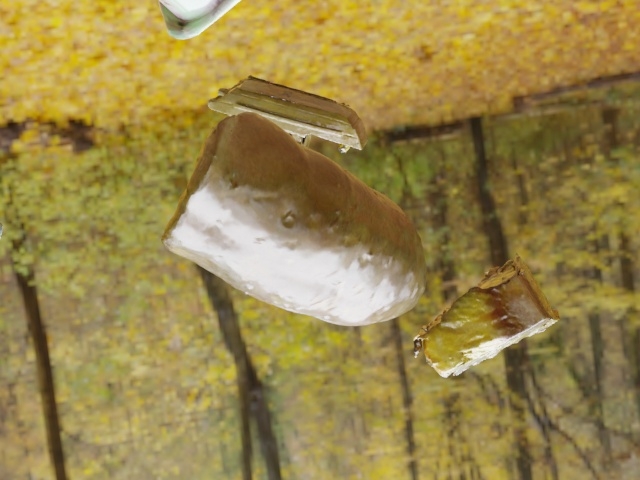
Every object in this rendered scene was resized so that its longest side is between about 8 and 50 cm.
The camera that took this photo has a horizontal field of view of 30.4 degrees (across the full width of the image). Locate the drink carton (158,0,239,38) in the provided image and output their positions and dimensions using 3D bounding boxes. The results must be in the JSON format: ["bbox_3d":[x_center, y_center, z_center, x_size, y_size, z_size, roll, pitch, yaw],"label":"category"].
[{"bbox_3d":[-0.184,-0.355,1.461,0.144,0.146,0.142,-36,139,16],"label":"drink carton"}]

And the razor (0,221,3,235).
[{"bbox_3d":[-0.389,-0.026,1.052,0.211,0.036,0.084,7,145,-28],"label":"razor"}]

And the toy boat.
[{"bbox_3d":[-0.045,-0.164,1.635,0.226,0.088,0.068,17,-150,9],"label":"toy boat"}]

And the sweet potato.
[{"bbox_3d":[0.000,0.000,1.120,0.369,0.158,0.158,26,160,-38],"label":"sweet potato"}]

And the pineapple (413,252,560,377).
[{"bbox_3d":[0.235,0.102,1.577,0.236,0.114,0.186,-32,172,-37],"label":"pineapple"}]
